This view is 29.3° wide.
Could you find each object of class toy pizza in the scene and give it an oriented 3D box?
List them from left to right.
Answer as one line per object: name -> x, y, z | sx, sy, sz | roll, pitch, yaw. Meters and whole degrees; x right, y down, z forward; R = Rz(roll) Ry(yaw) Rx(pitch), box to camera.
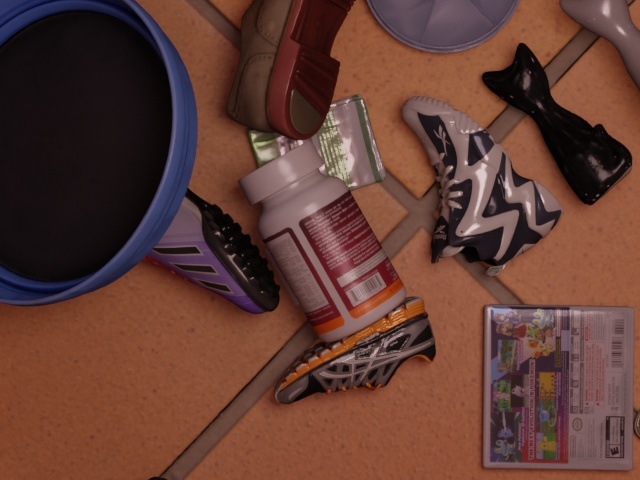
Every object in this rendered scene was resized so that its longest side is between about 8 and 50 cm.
toy pizza -> 0.151, -0.330, 1.514 | 0.201, 0.032, 0.201 | 0, 89, 3

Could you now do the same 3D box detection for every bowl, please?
bowl -> -0.318, -0.116, 1.430 | 0.391, 0.077, 0.391 | -3, 82, 24

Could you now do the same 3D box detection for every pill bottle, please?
pill bottle -> 0.000, 0.000, 1.457 | 0.121, 0.121, 0.221 | -30, 93, 0

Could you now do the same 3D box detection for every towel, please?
towel -> -0.005, -0.108, 1.516 | 0.152, 0.023, 0.113 | -16, 88, 1

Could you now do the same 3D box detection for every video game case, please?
video game case -> 0.291, 0.180, 1.505 | 0.184, 0.023, 0.201 | 1, 90, 1

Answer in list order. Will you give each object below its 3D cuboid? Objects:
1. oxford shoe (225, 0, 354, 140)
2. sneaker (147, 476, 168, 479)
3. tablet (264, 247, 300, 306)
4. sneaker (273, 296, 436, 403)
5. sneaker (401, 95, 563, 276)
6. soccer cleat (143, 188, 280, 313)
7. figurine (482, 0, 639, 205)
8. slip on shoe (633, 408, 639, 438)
oxford shoe -> -0.035, -0.297, 1.469 | 0.130, 0.123, 0.348 | 11, 81, 34
sneaker -> -0.316, 0.360, 1.474 | 0.162, 0.106, 0.281 | 41, 90, 5
tablet -> -0.027, 0.034, 1.522 | 0.054, 0.006, 0.083 | -29, 88, 1
sneaker -> 0.044, 0.149, 1.483 | 0.215, 0.084, 0.083 | -28, 96, 1
sneaker -> 0.159, -0.053, 1.476 | 0.235, 0.094, 0.153 | 42, 81, -8
soccer cleat -> -0.184, -0.011, 1.485 | 0.318, 0.108, 0.116 | 44, 101, 4
figurine -> 0.329, -0.187, 1.453 | 0.209, 0.092, 0.215 | 49, 116, 7
slip on shoe -> 0.446, 0.203, 1.492 | 0.135, 0.041, 0.051 | -23, 89, 0
